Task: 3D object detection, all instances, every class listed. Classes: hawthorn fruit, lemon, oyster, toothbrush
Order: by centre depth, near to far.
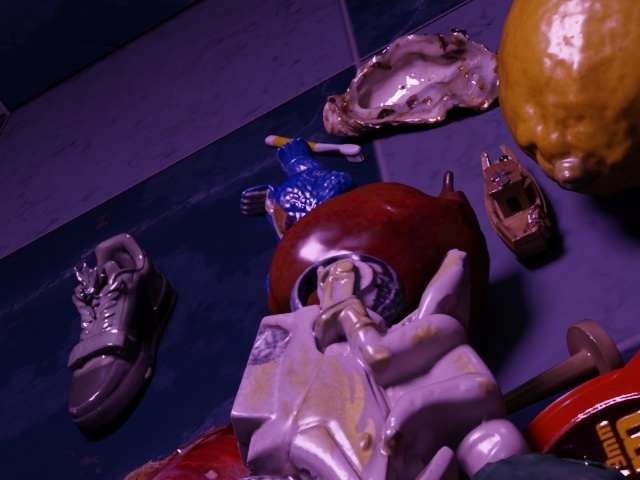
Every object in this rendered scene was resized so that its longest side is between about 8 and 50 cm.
[{"bbox_3d":[0.070,0.027,1.055,0.248,0.208,0.208,-50,30,-13],"label":"hawthorn fruit"},{"bbox_3d":[0.321,-0.193,1.098,0.285,0.285,0.316,-24,49,18],"label":"lemon"},{"bbox_3d":[0.147,-0.212,1.527,0.294,0.094,0.166,9,66,40],"label":"oyster"},{"bbox_3d":[-0.013,-0.143,1.640,0.021,0.024,0.288,-40,25,-19],"label":"toothbrush"}]

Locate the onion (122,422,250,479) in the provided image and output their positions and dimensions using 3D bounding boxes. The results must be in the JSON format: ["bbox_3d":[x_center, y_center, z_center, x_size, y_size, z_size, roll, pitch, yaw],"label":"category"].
[{"bbox_3d":[-0.094,0.262,0.859,0.246,0.190,0.246,-36,0,0],"label":"onion"}]

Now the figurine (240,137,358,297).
[{"bbox_3d":[0.002,-0.009,1.304,0.164,0.120,0.262,-48,42,29],"label":"figurine"}]

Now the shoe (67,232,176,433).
[{"bbox_3d":[-0.285,0.105,1.379,0.109,0.149,0.293,-20,28,22],"label":"shoe"}]

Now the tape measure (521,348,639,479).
[{"bbox_3d":[0.236,0.184,0.717,0.260,0.114,0.253,-30,27,15],"label":"tape measure"}]

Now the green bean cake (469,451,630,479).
[{"bbox_3d":[0.182,0.280,0.490,0.300,0.169,0.308,14,77,17],"label":"green bean cake"}]

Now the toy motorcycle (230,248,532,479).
[{"bbox_3d":[0.045,0.122,0.774,0.222,0.108,0.341,1,39,15],"label":"toy motorcycle"}]

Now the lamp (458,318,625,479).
[{"bbox_3d":[0.147,0.145,0.879,0.214,0.121,0.121,-23,25,-11],"label":"lamp"}]

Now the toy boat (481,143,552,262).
[{"bbox_3d":[0.211,-0.049,1.178,0.064,0.072,0.206,-25,28,12],"label":"toy boat"}]
